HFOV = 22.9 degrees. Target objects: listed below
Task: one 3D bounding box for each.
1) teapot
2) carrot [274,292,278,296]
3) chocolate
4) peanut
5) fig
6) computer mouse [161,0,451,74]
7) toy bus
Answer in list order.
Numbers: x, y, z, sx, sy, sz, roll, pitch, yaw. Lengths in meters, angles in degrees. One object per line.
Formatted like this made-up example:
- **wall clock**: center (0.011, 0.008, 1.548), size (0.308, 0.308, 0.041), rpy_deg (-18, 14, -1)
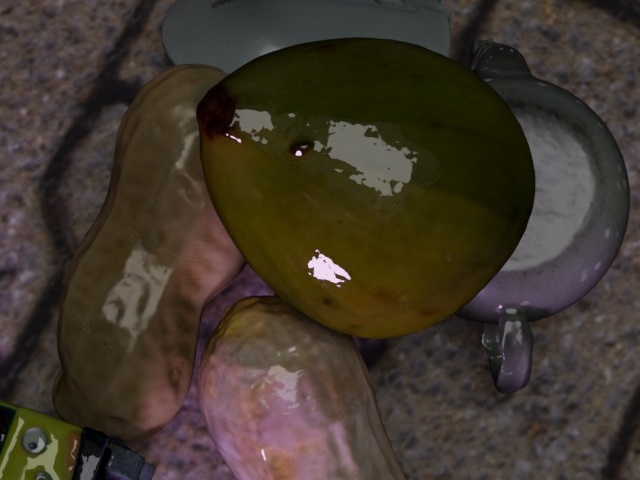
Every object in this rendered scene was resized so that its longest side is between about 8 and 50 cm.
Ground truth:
- **teapot**: center (0.137, -0.030, 1.211), size (0.193, 0.129, 0.294), rpy_deg (-1, 80, -3)
- **carrot**: center (-0.001, 0.000, 1.201), size (0.069, 0.069, 0.228), rpy_deg (6, 95, -3)
- **chocolate**: center (0.003, 0.184, 1.131), size (0.134, 0.134, 0.309), rpy_deg (-22, 100, -8)
- **peanut**: center (-0.119, 0.012, 1.164), size (0.130, 0.130, 0.290), rpy_deg (24, 95, 1)
- **fig**: center (0.019, -0.042, 1.052), size (0.225, 0.203, 0.203), rpy_deg (20, 74, -40)
- **computer mouse**: center (-0.009, -0.169, 1.234), size (0.231, 0.079, 0.128), rpy_deg (-12, 52, -10)
- **toy bus**: center (-0.205, 0.180, 1.072), size (0.150, 0.262, 0.128), rpy_deg (20, 77, 3)
